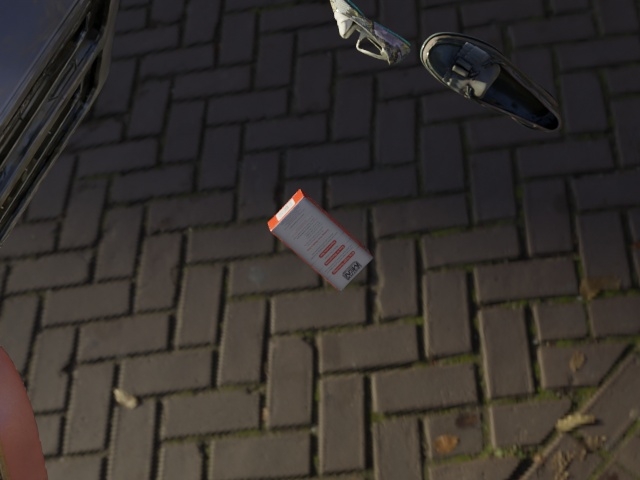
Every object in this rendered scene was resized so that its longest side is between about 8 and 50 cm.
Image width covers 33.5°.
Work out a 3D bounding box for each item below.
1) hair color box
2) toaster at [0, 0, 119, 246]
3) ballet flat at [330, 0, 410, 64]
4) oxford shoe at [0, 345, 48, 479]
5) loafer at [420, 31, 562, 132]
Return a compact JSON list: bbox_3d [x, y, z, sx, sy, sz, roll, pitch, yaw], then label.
[{"bbox_3d":[0.000,0.000,1.530,0.072,0.141,0.043,-46,18,6],"label":"hair color box"},{"bbox_3d":[-0.146,-0.059,0.363,0.110,0.168,0.185,31,75,-7],"label":"toaster"},{"bbox_3d":[0.044,-0.231,1.162,0.114,0.041,0.041,39,69,8],"label":"ballet flat"},{"bbox_3d":[-0.268,0.273,0.765,0.140,0.397,0.146,-11,4,45],"label":"oxford shoe"},{"bbox_3d":[0.291,-0.259,1.754,0.096,0.267,0.084,-59,17,17],"label":"loafer"}]
